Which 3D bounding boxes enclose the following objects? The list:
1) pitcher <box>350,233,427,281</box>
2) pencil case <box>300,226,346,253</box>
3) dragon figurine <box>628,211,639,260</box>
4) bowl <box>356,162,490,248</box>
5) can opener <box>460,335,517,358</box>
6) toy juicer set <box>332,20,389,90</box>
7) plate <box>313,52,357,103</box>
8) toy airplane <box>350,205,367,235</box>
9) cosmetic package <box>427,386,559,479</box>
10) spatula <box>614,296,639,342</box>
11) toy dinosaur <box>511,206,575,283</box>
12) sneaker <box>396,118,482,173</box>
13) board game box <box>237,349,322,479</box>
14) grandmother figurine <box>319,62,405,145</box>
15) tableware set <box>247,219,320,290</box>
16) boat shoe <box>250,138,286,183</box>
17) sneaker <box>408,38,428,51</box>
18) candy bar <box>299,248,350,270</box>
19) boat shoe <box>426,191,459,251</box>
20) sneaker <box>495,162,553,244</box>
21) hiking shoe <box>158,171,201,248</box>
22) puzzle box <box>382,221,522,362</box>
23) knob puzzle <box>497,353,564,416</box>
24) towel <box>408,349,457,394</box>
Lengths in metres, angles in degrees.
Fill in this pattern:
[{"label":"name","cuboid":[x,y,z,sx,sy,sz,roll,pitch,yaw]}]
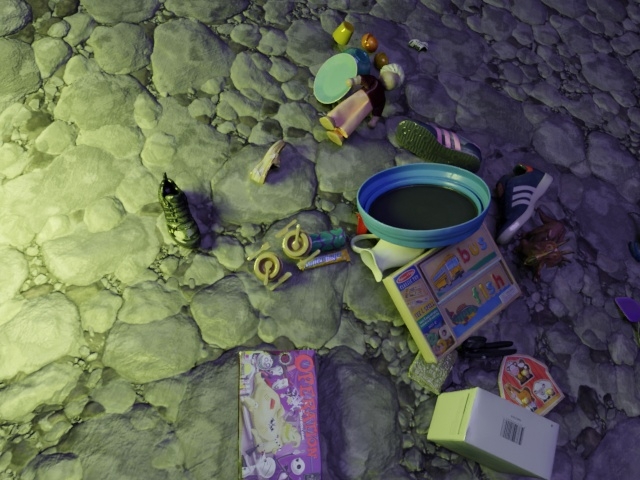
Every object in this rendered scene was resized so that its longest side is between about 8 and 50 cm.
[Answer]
[{"label":"pitcher","cuboid":[0.212,0.011,1.401,0.207,0.126,0.178,-29,53,-18]},{"label":"pencil case","cuboid":[0.000,0.000,1.384,0.151,0.065,0.070,-10,47,-16]},{"label":"dragon figurine","cuboid":[1.155,0.021,1.600,0.143,0.085,0.289,-14,72,-18]},{"label":"bowl","cuboid":[0.308,-0.112,1.381,0.390,0.077,0.391,-6,36,4]},{"label":"can opener","cuboid":[0.498,0.322,1.348,0.186,0.073,0.059,7,57,-15]},{"label":"toy juicer set","cuboid":[0.162,-0.649,1.703,0.209,0.089,0.329,5,64,-30]},{"label":"plate","cuboid":[0.056,-0.568,1.609,0.024,0.188,0.188,20,55,-49]},{"label":"toy airplane","cuboid":[0.169,-0.071,1.470,0.151,0.028,0.151,4,68,-9]},{"label":"cosmetic package","cuboid":[0.431,0.492,1.168,0.224,0.225,0.138,25,67,0]},{"label":"spatula","cuboid":[1.046,0.322,1.476,0.084,0.030,0.297,-2,67,-15]},{"label":"toy dinosaur","cuboid":[0.725,0.003,1.456,0.127,0.200,0.296,30,64,3]},{"label":"sneaker","cuboid":[0.422,-0.348,1.616,0.318,0.112,0.131,30,47,-1]},{"label":"board game box","cuboid":[-0.107,0.460,1.173,0.208,0.056,0.347,2,66,-15]},{"label":"grandmother figurine","cuboid":[0.158,-0.475,1.561,0.342,0.208,0.104,-45,54,-9]},{"label":"tableware set","cuboid":[-0.111,0.042,1.318,0.194,0.039,0.128,-39,77,1]},{"label":"boat shoe","cuboid":[-0.157,-0.249,1.468,0.059,0.063,0.170,35,74,2]},{"label":"sneaker","cuboid":[0.393,-0.778,1.825,0.083,0.032,0.037,5,66,-9]},{"label":"candy bar","cuboid":[0.012,0.060,1.387,0.161,0.018,0.040,-12,69,-17]},{"label":"boat shoe","cuboid":[0.402,-0.028,1.478,0.104,0.089,0.285,40,65,-19]},{"label":"sneaker","cuboid":[0.647,-0.133,1.551,0.148,0.131,0.350,35,59,13]},{"label":"hiking shoe","cuboid":[-0.413,-0.081,1.308,0.086,0.114,0.227,-26,74,-20]},{"label":"puzzle box","cuboid":[0.403,0.137,1.358,0.408,0.052,0.272,-29,90,-27]},{"label":"knob puzzle","cuboid":[0.608,0.420,1.344,0.213,0.030,0.213,4,66,-9]},{"label":"towel","cuboid":[0.324,0.355,1.316,0.110,0.027,0.148,33,65,5]}]
